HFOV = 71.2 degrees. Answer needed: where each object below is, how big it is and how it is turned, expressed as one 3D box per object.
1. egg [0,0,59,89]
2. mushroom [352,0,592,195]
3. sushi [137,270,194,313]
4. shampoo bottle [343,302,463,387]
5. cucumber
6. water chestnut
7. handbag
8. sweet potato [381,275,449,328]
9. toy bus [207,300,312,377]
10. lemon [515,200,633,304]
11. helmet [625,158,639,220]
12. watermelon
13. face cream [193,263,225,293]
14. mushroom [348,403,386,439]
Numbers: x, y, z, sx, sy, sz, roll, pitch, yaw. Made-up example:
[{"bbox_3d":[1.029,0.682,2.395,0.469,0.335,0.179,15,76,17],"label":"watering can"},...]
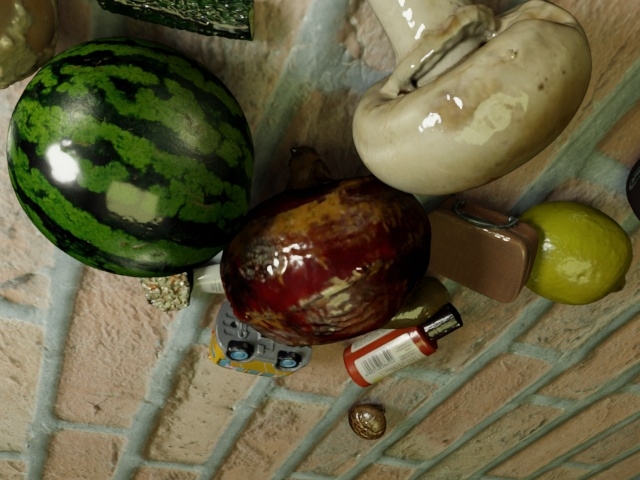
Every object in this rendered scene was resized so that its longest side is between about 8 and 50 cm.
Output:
[{"bbox_3d":[-0.398,-0.261,0.451,0.245,0.203,0.203,25,124,-13],"label":"egg"},{"bbox_3d":[0.148,-0.214,0.527,0.292,0.293,0.290,-27,112,16],"label":"mushroom"},{"bbox_3d":[-0.284,0.064,0.825,0.090,0.078,0.151,-4,130,-4],"label":"sushi"},{"bbox_3d":[0.188,0.229,1.011,0.278,0.104,0.104,-34,127,21],"label":"shampoo bottle"},{"bbox_3d":[-0.172,-0.288,0.550,0.186,0.058,0.058,7,130,-15],"label":"cucumber"},{"bbox_3d":[0.000,0.000,0.701,0.350,0.350,0.303,-20,89,10],"label":"water chestnut"},{"bbox_3d":[0.274,0.011,0.785,0.072,0.193,0.151,-34,141,-37],"label":"handbag"},{"bbox_3d":[0.126,0.133,0.947,0.285,0.085,0.112,-3,98,9],"label":"sweet potato"},{"bbox_3d":[-0.134,0.218,0.951,0.209,0.126,0.136,18,135,-21],"label":"toy bus"},{"bbox_3d":[0.442,0.018,0.816,0.248,0.184,0.184,26,125,-5],"label":"lemon"},{"bbox_3d":[0.653,-0.083,0.764,0.215,0.193,0.189,21,133,13],"label":"helmet"},{"bbox_3d":[-0.224,-0.098,0.558,0.284,0.285,0.285,-4,131,-4],"label":"watermelon"},{"bbox_3d":[-0.150,0.071,0.866,0.182,0.051,0.072,-3,127,-6],"label":"face cream"},{"bbox_3d":[0.135,0.515,1.266,0.109,0.085,0.126,-5,126,-2],"label":"mushroom"}]
